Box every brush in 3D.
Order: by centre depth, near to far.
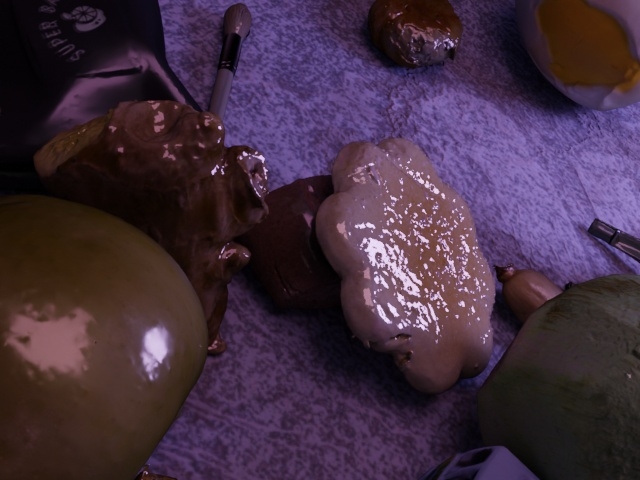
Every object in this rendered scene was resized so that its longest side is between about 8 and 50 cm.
[{"bbox_3d":[-0.123,-0.202,1.171,0.039,0.042,0.299,8,54,-4],"label":"brush"}]

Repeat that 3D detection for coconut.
[{"bbox_3d":[0.319,0.173,0.939,0.328,0.328,0.281,-17,99,-36],"label":"coconut"}]

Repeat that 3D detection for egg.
[{"bbox_3d":[0.450,-0.372,1.434,0.283,0.283,0.345,-5,53,-30],"label":"egg"}]

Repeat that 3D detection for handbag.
[{"bbox_3d":[-0.299,-0.193,1.004,0.287,0.152,0.342,-12,60,-21],"label":"handbag"}]

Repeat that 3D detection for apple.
[{"bbox_3d":[-0.235,0.091,0.742,0.257,0.233,0.295,40,46,-2],"label":"apple"}]

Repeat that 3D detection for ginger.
[{"bbox_3d":[-0.142,-0.015,0.905,0.123,0.218,0.270,-88,154,-55],"label":"ginger"}]

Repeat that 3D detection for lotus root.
[{"bbox_3d":[0.270,0.078,1.126,0.150,0.062,0.073,45,8,3],"label":"lotus root"}]

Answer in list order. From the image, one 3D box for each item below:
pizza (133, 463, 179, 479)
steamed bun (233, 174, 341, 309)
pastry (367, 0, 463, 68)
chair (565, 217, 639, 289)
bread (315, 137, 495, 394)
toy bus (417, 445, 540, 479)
[{"bbox_3d":[-0.112,0.285,0.769,0.292,0.058,0.197,-29,82,-40],"label":"pizza"},{"bbox_3d":[0.000,0.000,1.023,0.175,0.106,0.145,-21,69,-42],"label":"steamed bun"},{"bbox_3d":[0.141,-0.321,1.366,0.153,0.081,0.153,12,54,-17],"label":"pastry"},{"bbox_3d":[0.478,0.061,1.172,0.274,0.203,0.191,30,57,7],"label":"chair"},{"bbox_3d":[0.111,0.022,1.021,0.316,0.054,0.316,29,50,-40],"label":"bread"},{"bbox_3d":[0.223,0.337,0.854,0.329,0.136,0.109,43,45,7],"label":"toy bus"}]
